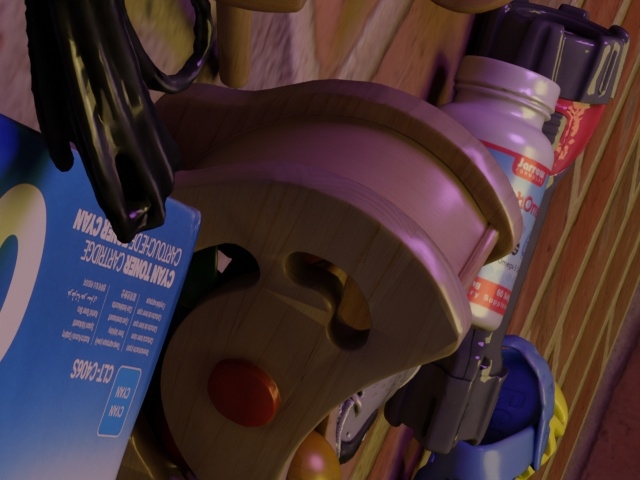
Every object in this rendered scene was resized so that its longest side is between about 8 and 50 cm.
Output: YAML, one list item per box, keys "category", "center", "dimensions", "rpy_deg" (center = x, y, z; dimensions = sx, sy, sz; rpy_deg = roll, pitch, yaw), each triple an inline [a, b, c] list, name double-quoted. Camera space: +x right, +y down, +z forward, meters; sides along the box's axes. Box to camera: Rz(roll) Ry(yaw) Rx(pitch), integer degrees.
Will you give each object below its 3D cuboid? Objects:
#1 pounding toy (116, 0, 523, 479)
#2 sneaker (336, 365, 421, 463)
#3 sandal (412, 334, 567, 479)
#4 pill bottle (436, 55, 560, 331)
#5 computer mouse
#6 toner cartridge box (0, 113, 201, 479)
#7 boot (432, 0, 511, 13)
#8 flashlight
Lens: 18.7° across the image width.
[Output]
- category: "pounding toy"
  center: [0.000, 0.000, 0.757]
  dimensions: [0.155, 0.154, 0.269]
  rpy_deg: [-54, 158, -50]
- category: "sneaker"
  center: [0.017, 0.047, 1.030]
  dimensions: [0.228, 0.086, 0.132]
  rpy_deg: [92, 23, -51]
- category: "sandal"
  center: [0.114, 0.195, 1.539]
  dimensions: [0.138, 0.126, 0.317]
  rpy_deg: [83, 20, -53]
- category: "pill bottle"
  center: [0.095, -0.030, 1.219]
  dimensions: [0.087, 0.087, 0.160]
  rpy_deg: [30, 79, -76]
- category: "computer mouse"
  center: [-0.050, -0.154, 0.479]
  dimensions: [0.188, 0.072, 0.272]
  rpy_deg: [91, 7, -52]
- category: "toner cartridge box"
  center: [-0.131, 0.036, 0.464]
  dimensions: [0.348, 0.075, 0.165]
  rpy_deg: [27, 82, -76]
- category: "boot"
  center: [0.125, -0.213, 1.076]
  dimensions: [0.211, 0.104, 0.295]
  rpy_deg: [71, 35, -67]
- category: "flashlight"
  center: [0.118, -0.013, 1.335]
  dimensions: [0.103, 0.103, 0.304]
  rpy_deg: [-5, 119, -47]
